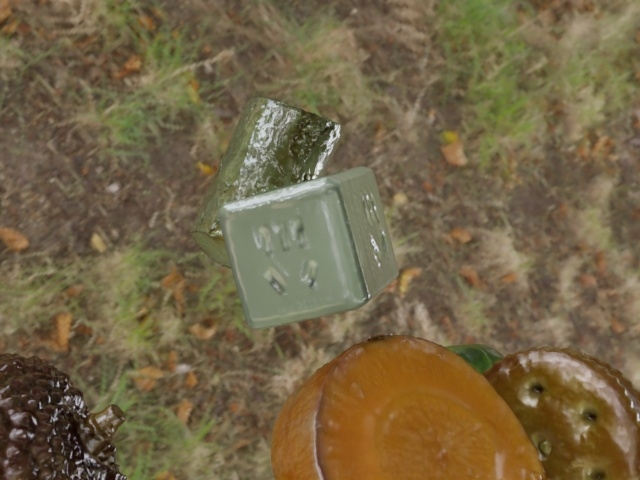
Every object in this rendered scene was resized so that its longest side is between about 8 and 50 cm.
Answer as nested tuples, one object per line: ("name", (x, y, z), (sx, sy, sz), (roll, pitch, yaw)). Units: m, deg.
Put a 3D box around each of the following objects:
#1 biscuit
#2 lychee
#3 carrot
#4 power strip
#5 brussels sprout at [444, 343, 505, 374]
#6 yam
("biscuit", (0.251, 0.221, 1.169), (0.066, 0.220, 0.220), (4, 64, -55))
("lychee", (-0.317, 0.250, 1.065), (0.275, 0.304, 0.276), (57, 7, -11))
("carrot", (0.082, 0.213, 0.997), (0.258, 0.100, 0.307), (30, 29, -6))
("power strip", (0.000, 0.000, 1.210), (0.224, 0.139, 0.140), (-29, 104, -72))
("brussels sprout", (0.191, 0.204, 1.507), (0.155, 0.155, 0.117), (12, 45, -43))
("yam", (-0.080, -0.082, 1.622), (0.161, 0.161, 0.268), (28, 83, -34))
